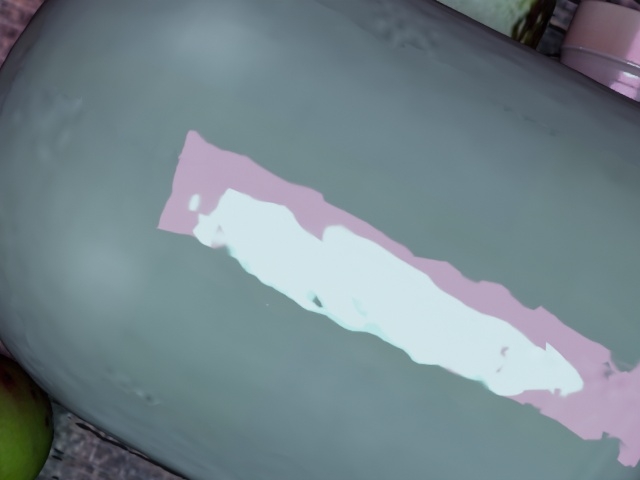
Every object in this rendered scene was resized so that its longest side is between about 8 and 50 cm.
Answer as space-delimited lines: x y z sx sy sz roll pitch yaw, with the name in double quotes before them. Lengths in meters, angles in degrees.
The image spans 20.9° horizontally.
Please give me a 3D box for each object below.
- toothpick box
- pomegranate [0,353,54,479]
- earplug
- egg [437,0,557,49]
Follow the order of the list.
"toothpick box" 0.190 -0.074 1.158 0.098 0.098 0.149 22 91 1
"pomegranate" -0.228 0.141 1.153 0.129 0.129 0.159 -45 113 0
"earplug" 0.000 0.000 0.967 0.394 0.312 0.312 29 90 -4
"egg" 0.072 -0.172 1.127 0.169 0.169 0.231 9 99 1
